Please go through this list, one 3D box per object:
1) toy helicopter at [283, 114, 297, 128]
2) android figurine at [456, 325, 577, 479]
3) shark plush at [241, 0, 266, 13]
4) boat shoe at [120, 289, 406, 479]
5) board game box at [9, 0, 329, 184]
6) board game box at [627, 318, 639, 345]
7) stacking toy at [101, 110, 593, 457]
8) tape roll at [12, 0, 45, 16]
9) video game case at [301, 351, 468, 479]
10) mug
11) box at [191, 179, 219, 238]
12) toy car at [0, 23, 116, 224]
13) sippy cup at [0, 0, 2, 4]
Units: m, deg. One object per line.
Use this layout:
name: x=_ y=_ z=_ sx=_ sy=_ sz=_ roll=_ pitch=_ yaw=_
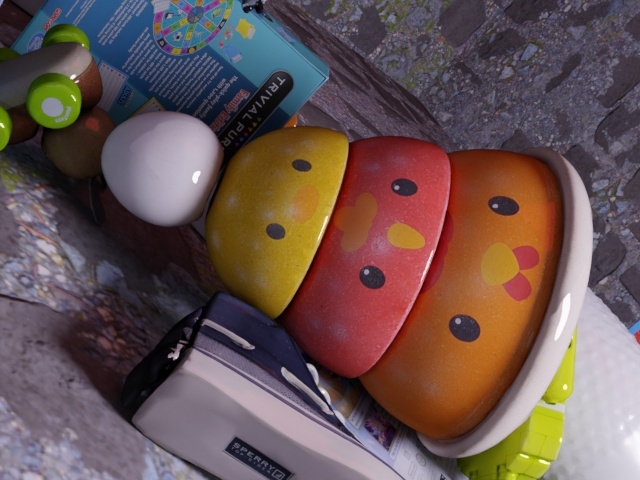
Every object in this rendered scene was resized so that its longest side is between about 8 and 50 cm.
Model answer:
toy helicopter: x=-0.107 y=-0.202 z=1.489 sx=0.355 sy=0.140 sz=0.235 roll=51 pitch=7 yaw=-13
android figurine: x=0.214 y=0.166 z=0.958 sx=0.056 sy=0.248 sz=0.273 roll=20 pitch=66 yaw=-12
shark plush: x=-0.097 y=-0.318 z=1.053 sx=0.067 sy=0.073 sz=0.161 roll=16 pitch=48 yaw=-19
boat shoe: x=-0.011 y=0.179 z=0.788 sx=0.340 sy=0.127 sz=0.158 roll=40 pitch=26 yaw=-10
board game box: x=-0.196 y=-0.243 z=1.121 sx=0.336 sy=0.254 sz=0.079 roll=40 pitch=18 yaw=-14
board game box: x=0.519 y=0.324 z=1.331 sx=0.308 sy=0.302 sz=0.086 roll=52 pitch=20 yaw=24
stacking toy: x=0.000 y=0.000 z=0.880 sx=0.479 sy=0.351 sz=0.351 roll=19 pitch=24 yaw=-11
tape roll: x=-0.430 y=-0.451 z=1.369 sx=0.392 sy=0.072 sz=0.392 roll=39 pitch=19 yaw=-17
video game case: x=0.071 y=0.214 z=0.999 sx=0.244 sy=0.061 sz=0.269 roll=46 pitch=18 yaw=2
mug: x=0.331 y=0.240 z=1.210 sx=0.328 sy=0.276 sz=0.374 roll=50 pitch=-17 yaw=29
box: x=-0.078 y=-0.049 z=1.146 sx=0.091 sy=0.130 sz=0.170 roll=46 pitch=18 yaw=9
toy car: x=-0.284 y=-0.111 z=0.915 sx=0.155 sy=0.148 sz=0.188 roll=-103 pitch=172 yaw=-53
sippy cup: x=-0.375 y=-0.254 z=0.733 sx=0.240 sy=0.224 sz=0.306 roll=-10 pitch=69 yaw=-58
